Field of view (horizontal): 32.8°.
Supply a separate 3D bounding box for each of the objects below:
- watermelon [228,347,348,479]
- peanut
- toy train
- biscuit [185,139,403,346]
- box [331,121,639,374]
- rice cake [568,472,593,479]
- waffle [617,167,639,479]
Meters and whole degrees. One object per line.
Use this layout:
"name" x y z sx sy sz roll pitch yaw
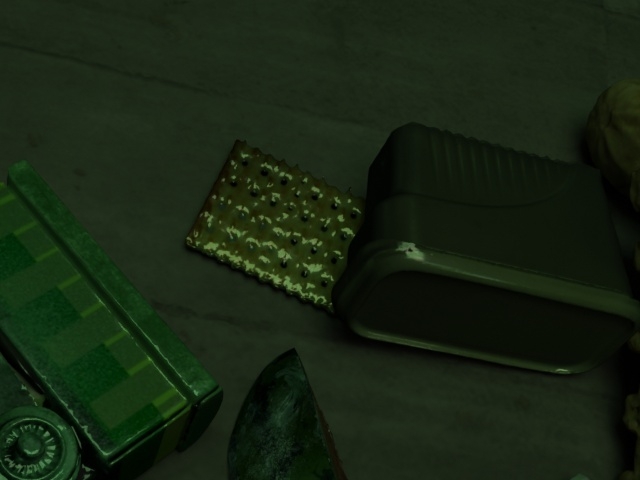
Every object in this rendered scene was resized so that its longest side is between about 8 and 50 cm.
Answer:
"watermelon" -0.029 0.162 0.926 0.101 0.080 0.155 -18 64 15
"peanut" 0.383 -0.063 1.124 0.256 0.123 0.123 43 59 10
"toy train" -0.233 0.091 0.868 0.202 0.120 0.301 -34 74 -32
"biscuit" 0.000 0.000 1.042 0.231 0.016 0.139 24 57 -1
"box" 0.149 0.006 1.008 0.274 0.138 0.178 14 51 -16
"rice cake" 0.213 0.322 0.899 0.189 0.037 0.198 -28 71 -27
"waffle" 0.431 0.107 1.006 0.304 0.077 0.348 10 79 -11
